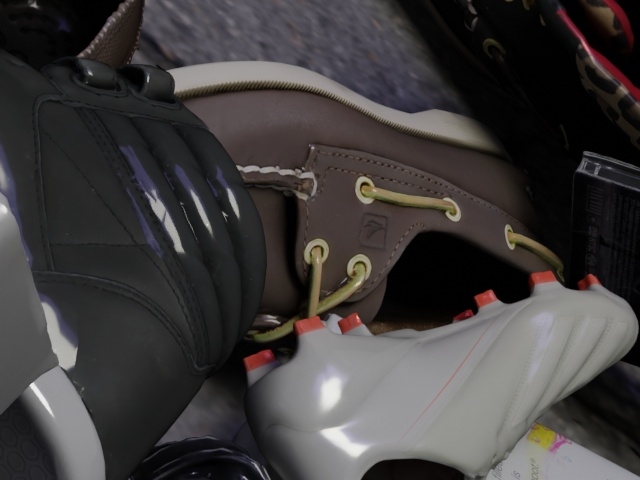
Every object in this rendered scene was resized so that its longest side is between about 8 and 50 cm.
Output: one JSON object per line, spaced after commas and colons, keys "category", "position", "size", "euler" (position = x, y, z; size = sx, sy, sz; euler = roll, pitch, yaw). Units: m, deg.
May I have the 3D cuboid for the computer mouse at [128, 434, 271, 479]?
{"category": "computer mouse", "position": [-0.047, 0.208, 0.532], "size": [0.188, 0.072, 0.272], "euler": [-27, 61, -11]}

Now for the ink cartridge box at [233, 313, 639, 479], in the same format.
{"category": "ink cartridge box", "position": [0.060, 0.146, 0.693], "size": [0.212, 0.093, 0.154], "euler": [30, 36, -12]}

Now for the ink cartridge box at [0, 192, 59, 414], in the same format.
{"category": "ink cartridge box", "position": [-0.247, 0.045, 0.396], "size": [0.223, 0.129, 0.307], "euler": [42, 74, 8]}

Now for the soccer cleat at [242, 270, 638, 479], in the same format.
{"category": "soccer cleat", "position": [0.054, 0.061, 0.658], "size": [0.196, 0.068, 0.076], "euler": [-8, 68, -42]}

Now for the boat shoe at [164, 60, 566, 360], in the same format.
{"category": "boat shoe", "position": [0.000, 0.000, 0.771], "size": [0.324, 0.116, 0.096], "euler": [4, 48, -53]}

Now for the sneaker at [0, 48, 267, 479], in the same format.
{"category": "sneaker", "position": [-0.132, -0.048, 0.577], "size": [0.295, 0.104, 0.147], "euler": [55, 36, 2]}

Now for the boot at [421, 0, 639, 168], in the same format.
{"category": "boot", "position": [0.152, -0.128, 0.921], "size": [0.377, 0.138, 0.284], "euler": [57, 2, 16]}

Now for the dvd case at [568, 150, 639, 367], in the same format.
{"category": "dvd case", "position": [0.223, 0.040, 0.820], "size": [0.221, 0.164, 0.018], "euler": [20, 63, 17]}

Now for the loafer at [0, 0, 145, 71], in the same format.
{"category": "loafer", "position": [-0.187, -0.050, 0.673], "size": [0.134, 0.130, 0.366], "euler": [38, 37, 2]}
